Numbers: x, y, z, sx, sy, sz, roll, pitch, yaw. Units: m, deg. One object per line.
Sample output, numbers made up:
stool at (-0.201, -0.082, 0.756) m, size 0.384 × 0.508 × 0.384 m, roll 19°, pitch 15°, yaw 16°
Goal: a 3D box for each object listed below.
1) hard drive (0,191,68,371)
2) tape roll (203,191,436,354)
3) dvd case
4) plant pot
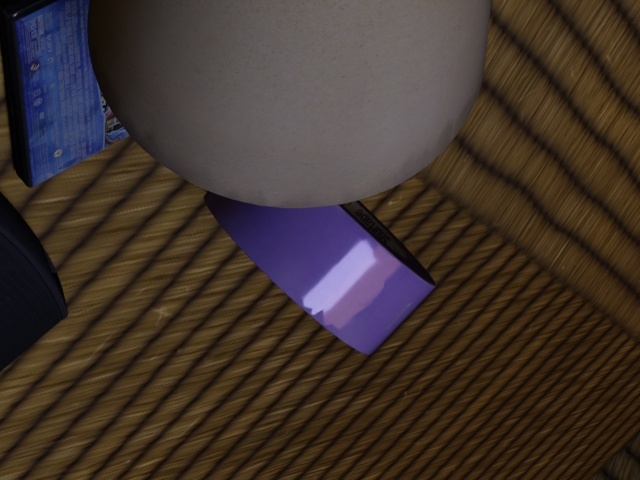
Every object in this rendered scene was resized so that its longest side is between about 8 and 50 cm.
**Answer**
hard drive at (-0.278, 0.039, 1.263) m, size 0.172 × 0.054 × 0.254 m, roll -40°, pitch 154°, yaw -6°
tape roll at (0.000, 0.000, 1.449) m, size 0.080 × 0.189 × 0.189 m, roll -47°, pitch 154°, yaw 6°
dvd case at (-0.110, -0.154, 1.253) m, size 0.253 × 0.022 × 0.180 m, roll -31°, pitch 151°, yaw -24°
plant pot at (-0.006, -0.191, 1.020) m, size 0.256 × 0.256 × 0.274 m, roll -34°, pitch 163°, yaw -19°
